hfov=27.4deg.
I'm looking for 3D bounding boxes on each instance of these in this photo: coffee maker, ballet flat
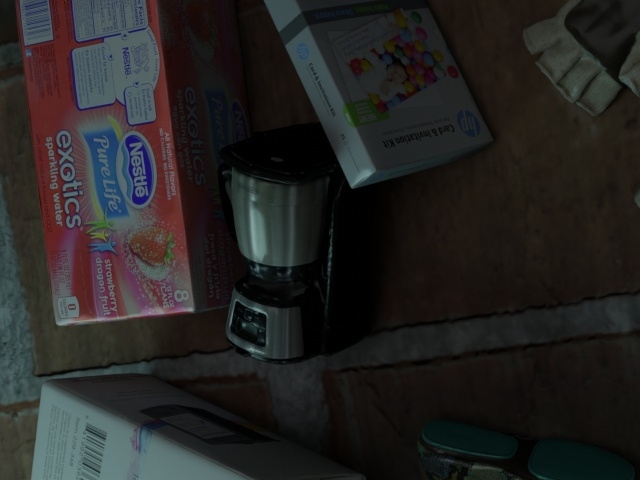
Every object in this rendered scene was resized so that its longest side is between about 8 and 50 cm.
[{"bbox_3d":[0.000,0.000,1.109,0.120,0.171,0.178,-134,40,-56],"label":"coffee maker"},{"bbox_3d":[0.171,0.195,1.084,0.188,0.070,0.070,12,98,27],"label":"ballet flat"}]

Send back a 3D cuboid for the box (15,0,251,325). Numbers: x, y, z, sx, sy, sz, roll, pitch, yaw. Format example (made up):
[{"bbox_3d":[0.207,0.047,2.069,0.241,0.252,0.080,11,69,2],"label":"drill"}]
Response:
[{"bbox_3d":[-0.155,-0.083,1.176,0.154,0.142,0.299,-8,90,27],"label":"box"}]

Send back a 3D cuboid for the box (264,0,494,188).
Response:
[{"bbox_3d":[0.046,-0.144,1.071,0.038,0.145,0.186,-33,78,47],"label":"box"}]

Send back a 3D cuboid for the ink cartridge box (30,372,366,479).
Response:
[{"bbox_3d":[-0.124,0.263,1.143,0.306,0.131,0.226,17,100,43],"label":"ink cartridge box"}]

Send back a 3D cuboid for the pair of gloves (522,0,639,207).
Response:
[{"bbox_3d":[0.294,-0.129,1.006,0.204,0.042,0.240,-38,77,23],"label":"pair of gloves"}]
